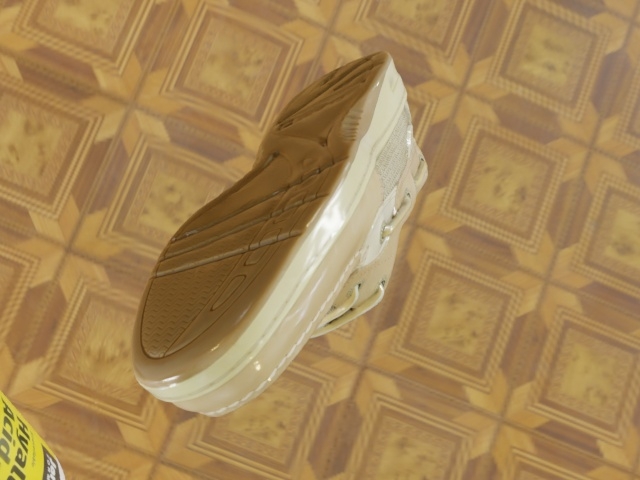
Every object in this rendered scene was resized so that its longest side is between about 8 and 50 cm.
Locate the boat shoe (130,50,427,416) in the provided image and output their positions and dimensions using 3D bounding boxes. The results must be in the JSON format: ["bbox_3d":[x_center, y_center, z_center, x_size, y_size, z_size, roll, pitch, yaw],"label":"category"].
[{"bbox_3d":[0.000,0.000,0.571,0.109,0.302,0.098,-20,113,27],"label":"boat shoe"}]

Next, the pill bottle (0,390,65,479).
[{"bbox_3d":[-0.127,0.083,0.368,0.065,0.116,0.065,-8,50,10],"label":"pill bottle"}]
